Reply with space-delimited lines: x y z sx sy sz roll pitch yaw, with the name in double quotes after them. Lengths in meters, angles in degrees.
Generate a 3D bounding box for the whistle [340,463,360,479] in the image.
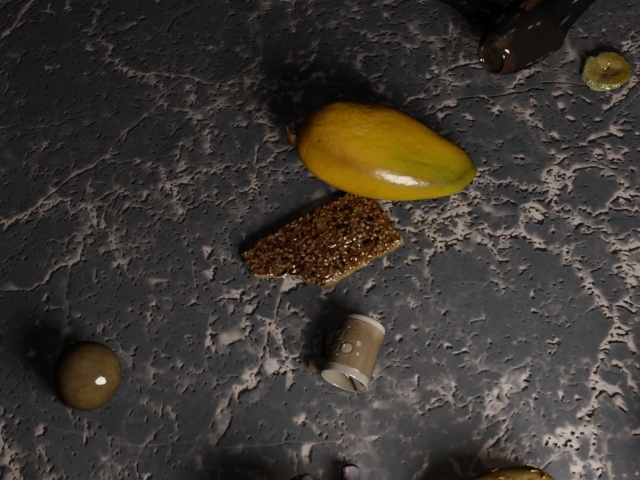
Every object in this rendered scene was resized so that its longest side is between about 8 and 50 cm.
0.045 0.394 1.276 0.033 0.033 0.176 -5 62 4 "whistle"

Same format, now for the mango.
0.097 -0.142 1.507 0.316 0.119 0.176 17 45 3 "mango"

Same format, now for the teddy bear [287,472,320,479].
0.012 0.389 1.179 0.251 0.144 0.171 24 90 40 "teddy bear"

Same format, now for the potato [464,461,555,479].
0.238 0.364 1.218 0.176 0.137 0.137 -26 62 -5 "potato"

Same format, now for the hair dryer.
0.300 -0.440 1.667 0.359 0.120 0.303 32 62 31 "hair dryer"

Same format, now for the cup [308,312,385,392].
0.043 0.166 1.388 0.074 0.102 0.099 32 63 -20 "cup"

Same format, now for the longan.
-0.352 0.205 1.398 0.119 0.106 0.106 -46 57 30 "longan"

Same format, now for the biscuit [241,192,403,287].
0.002 0.010 1.490 0.237 0.026 0.131 -29 61 -9 "biscuit"

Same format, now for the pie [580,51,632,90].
0.486 -0.287 1.591 0.084 0.020 0.084 -4 61 7 "pie"
